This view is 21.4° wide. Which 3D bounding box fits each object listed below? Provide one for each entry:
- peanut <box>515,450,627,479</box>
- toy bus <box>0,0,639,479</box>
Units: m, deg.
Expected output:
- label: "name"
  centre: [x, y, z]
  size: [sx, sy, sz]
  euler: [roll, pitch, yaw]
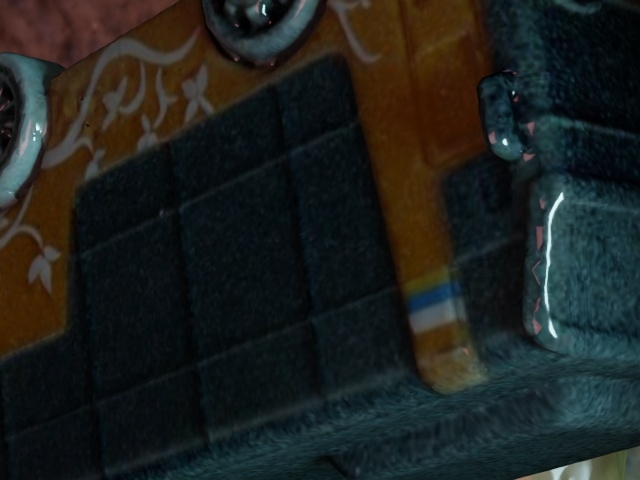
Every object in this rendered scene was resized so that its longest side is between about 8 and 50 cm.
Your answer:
- label: "peanut"
  centre: [0.079, 0.114, 0.576]
  size: [0.082, 0.082, 0.187]
  euler: [-17, 86, 27]
- label: "toy bus"
  centre: [0.000, 0.000, 0.520]
  size: [0.275, 0.139, 0.167]
  euler: [-24, 67, 40]
